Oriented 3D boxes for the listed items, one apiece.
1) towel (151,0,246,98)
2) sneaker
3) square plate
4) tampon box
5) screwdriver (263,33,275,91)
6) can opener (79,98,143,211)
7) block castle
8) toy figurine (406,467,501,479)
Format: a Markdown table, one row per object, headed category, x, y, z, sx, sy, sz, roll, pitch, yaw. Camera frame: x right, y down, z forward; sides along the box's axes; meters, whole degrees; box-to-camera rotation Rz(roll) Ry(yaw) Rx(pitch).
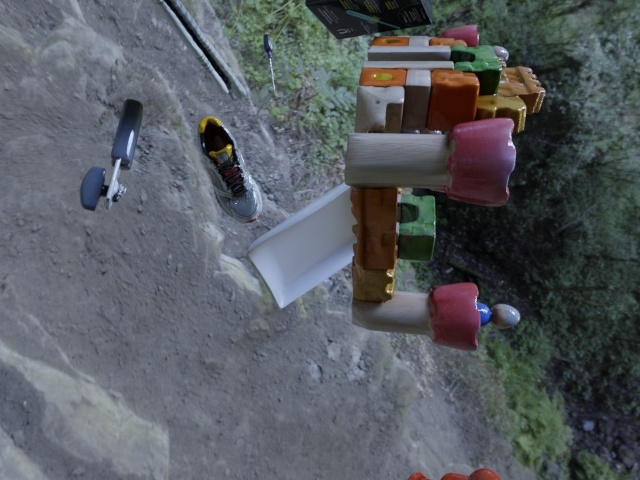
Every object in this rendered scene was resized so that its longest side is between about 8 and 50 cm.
| category | x | y | z | sx | sy | sz | roll | pitch | yaw |
| --- | --- | --- | --- | --- | --- | --- | --- | --- | --- |
| towel | -0.322 | -0.494 | 1.056 | 0.056 | 0.312 | 0.324 | -40 | 145 | 2 |
| sneaker | -0.184 | -0.135 | 0.884 | 0.088 | 0.093 | 0.225 | -27 | 88 | -7 |
| square plate | 0.000 | 0.000 | 1.107 | 0.347 | 0.049 | 0.344 | -34 | 152 | -10 |
| tampon box | 0.075 | -0.383 | 0.675 | 0.120 | 0.161 | 0.102 | 6 | 87 | -64 |
| screwdriver | -0.140 | -0.506 | 1.302 | 0.025 | 0.024 | 0.170 | -12 | 88 | -22 |
| can opener | -0.471 | -0.199 | 1.046 | 0.093 | 0.074 | 0.281 | 16 | 69 | -20 |
| block castle | 0.169 | -0.107 | 0.646 | 0.212 | 0.453 | 0.303 | 3 | 128 | 11 |
| toy figurine | 0.076 | 0.222 | 0.202 | 0.209 | 0.148 | 0.213 | 28 | 62 | -47 |
